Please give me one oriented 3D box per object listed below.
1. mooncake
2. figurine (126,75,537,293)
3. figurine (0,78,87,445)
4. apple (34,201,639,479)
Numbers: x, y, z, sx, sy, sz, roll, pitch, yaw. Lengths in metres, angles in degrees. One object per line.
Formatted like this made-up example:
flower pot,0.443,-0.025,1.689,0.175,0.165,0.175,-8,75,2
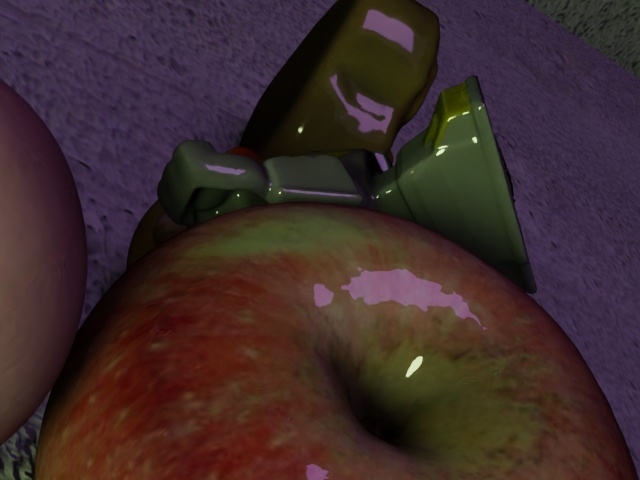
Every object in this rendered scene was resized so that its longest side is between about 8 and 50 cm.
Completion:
mooncake,0.014,-0.121,1.183,0.117,0.235,0.235,31,26,-12
figurine,0.000,0.001,0.903,0.342,0.285,0.167,62,15,-46
figurine,-0.212,-0.003,0.581,0.211,0.270,0.261,3,40,-2
apple,0.002,0.148,0.686,0.344,0.269,0.345,14,42,-13
